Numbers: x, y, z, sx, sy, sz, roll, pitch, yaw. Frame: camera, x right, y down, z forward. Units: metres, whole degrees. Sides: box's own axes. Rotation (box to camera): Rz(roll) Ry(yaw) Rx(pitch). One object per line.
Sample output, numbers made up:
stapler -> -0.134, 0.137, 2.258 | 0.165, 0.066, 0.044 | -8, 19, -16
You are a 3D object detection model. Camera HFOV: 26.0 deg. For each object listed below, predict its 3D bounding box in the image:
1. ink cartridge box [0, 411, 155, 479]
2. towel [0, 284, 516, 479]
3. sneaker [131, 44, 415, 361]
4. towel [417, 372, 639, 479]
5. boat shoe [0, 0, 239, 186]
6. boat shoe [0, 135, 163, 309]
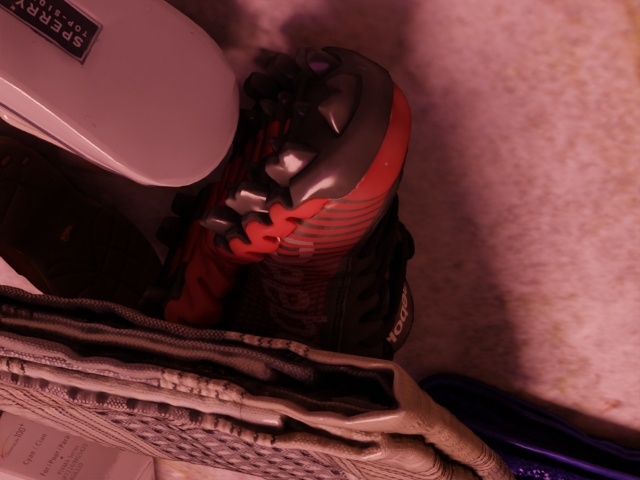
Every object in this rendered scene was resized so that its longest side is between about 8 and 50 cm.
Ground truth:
ink cartridge box -> -0.270, 0.267, 1.219 | 0.261, 0.066, 0.296 | 14, 134, 11
towel -> -0.064, 0.095, 0.739 | 0.312, 0.056, 0.324 | 11, 165, 22
sneaker -> 0.000, 0.000, 0.674 | 0.135, 0.097, 0.276 | 22, 152, -10
towel -> 0.127, 0.206, 0.989 | 0.228, 0.076, 0.308 | 19, 151, -4
boat shoe -> -0.149, -0.114, 0.564 | 0.267, 0.096, 0.088 | 34, 164, -33
boat shoe -> -0.150, -0.005, 0.788 | 0.060, 0.064, 0.178 | 31, 167, 46
